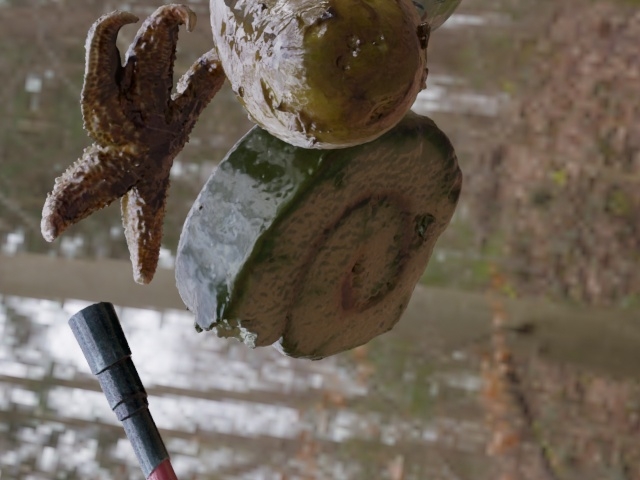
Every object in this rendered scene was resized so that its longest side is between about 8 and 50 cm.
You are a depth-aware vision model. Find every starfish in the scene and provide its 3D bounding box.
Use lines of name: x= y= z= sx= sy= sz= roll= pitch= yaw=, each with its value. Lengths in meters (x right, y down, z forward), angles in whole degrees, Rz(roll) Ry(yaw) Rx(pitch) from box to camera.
starfish: x=-0.155 y=-0.078 z=1.569 sx=0.216 sy=0.071 sz=0.238 roll=-23 pitch=-63 yaw=-33

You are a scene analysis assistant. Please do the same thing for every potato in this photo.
potato: x=0.000 y=-0.133 z=1.272 sx=0.137 sy=0.137 sz=0.176 roll=72 pitch=175 yaw=-47

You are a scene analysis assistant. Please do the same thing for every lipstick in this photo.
lipstick: x=-0.207 y=0.179 z=2.045 sx=0.234 sy=0.053 sz=0.053 roll=65 pitch=-168 yaw=21

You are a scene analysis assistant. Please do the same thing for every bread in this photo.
bread: x=0.000 y=0.000 z=2.222 sx=0.382 sy=0.129 sz=0.366 roll=-34 pitch=-35 yaw=-26

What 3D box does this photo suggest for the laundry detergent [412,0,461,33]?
laundry detergent: x=0.022 y=-0.251 z=1.764 sx=0.280 sy=0.214 sz=0.105 roll=138 pitch=139 yaw=-66
